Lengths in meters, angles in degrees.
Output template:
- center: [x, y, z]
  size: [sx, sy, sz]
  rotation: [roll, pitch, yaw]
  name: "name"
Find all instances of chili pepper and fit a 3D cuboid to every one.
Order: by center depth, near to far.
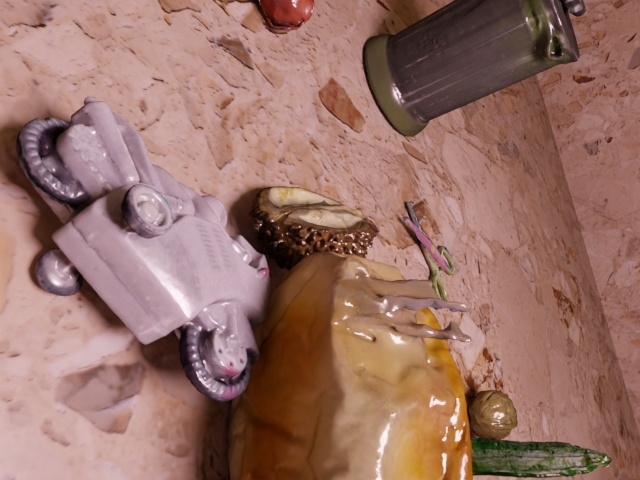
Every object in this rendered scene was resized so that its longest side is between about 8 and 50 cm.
- center: [0.302, 0.320, 0.757]
  size: [0.088, 0.226, 0.059]
  rotation: [38, 48, -44]
  name: "chili pepper"

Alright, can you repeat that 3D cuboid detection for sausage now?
- center: [-0.058, -0.349, 0.682]
  size: [0.141, 0.076, 0.076]
  rotation: [62, 37, -13]
  name: "sausage"

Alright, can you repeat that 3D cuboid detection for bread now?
- center: [0.024, 0.208, 0.454]
  size: [0.183, 0.236, 0.389]
  rotation: [16, 72, -30]
  name: "bread"

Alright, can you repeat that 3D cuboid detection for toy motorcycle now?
- center: [-0.127, 0.003, 0.437]
  size: [0.260, 0.110, 0.171]
  rotation: [55, 23, -11]
  name: "toy motorcycle"

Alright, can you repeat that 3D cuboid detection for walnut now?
- center: [0.295, 0.300, 0.883]
  size: [0.092, 0.092, 0.092]
  rotation: [25, 57, -46]
  name: "walnut"

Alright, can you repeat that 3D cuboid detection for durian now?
- center: [0.000, 0.000, 0.583]
  size: [0.188, 0.148, 0.091]
  rotation: [-6, 116, -42]
  name: "durian"

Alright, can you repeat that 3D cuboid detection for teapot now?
- center: [0.272, -0.354, 0.899]
  size: [0.200, 0.337, 0.271]
  rotation: [44, 44, -35]
  name: "teapot"

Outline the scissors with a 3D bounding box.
- center: [0.193, 0.016, 0.911]
  size: [0.187, 0.020, 0.134]
  rotation: [56, 36, -25]
  name: "scissors"
